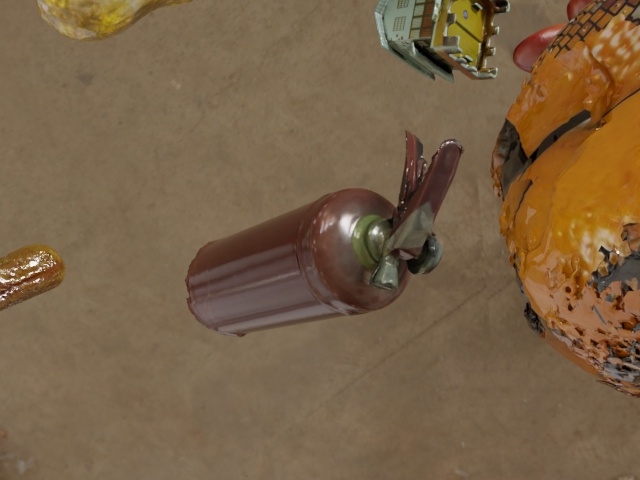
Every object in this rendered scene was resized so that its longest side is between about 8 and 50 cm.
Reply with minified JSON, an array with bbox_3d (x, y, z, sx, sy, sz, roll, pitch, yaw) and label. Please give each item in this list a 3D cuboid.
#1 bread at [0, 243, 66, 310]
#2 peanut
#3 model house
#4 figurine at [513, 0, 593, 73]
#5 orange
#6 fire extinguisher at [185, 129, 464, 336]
[{"bbox_3d":[-0.564,0.095,1.209,0.124,0.344,0.083,-15,100,58],"label":"bread"},{"bbox_3d":[-0.154,-0.240,0.677,0.087,0.207,0.087,35,145,29],"label":"peanut"},{"bbox_3d":[0.263,-0.457,1.663,0.215,0.224,0.198,10,86,40],"label":"model house"},{"bbox_3d":[0.532,-0.324,1.370,0.211,0.270,0.261,-35,88,-17],"label":"figurine"},{"bbox_3d":[0.195,-0.032,0.379,0.182,0.234,0.234,25,121,-13],"label":"orange"},{"bbox_3d":[0.000,0.000,0.686,0.107,0.147,0.337,22,157,-30],"label":"fire extinguisher"}]
